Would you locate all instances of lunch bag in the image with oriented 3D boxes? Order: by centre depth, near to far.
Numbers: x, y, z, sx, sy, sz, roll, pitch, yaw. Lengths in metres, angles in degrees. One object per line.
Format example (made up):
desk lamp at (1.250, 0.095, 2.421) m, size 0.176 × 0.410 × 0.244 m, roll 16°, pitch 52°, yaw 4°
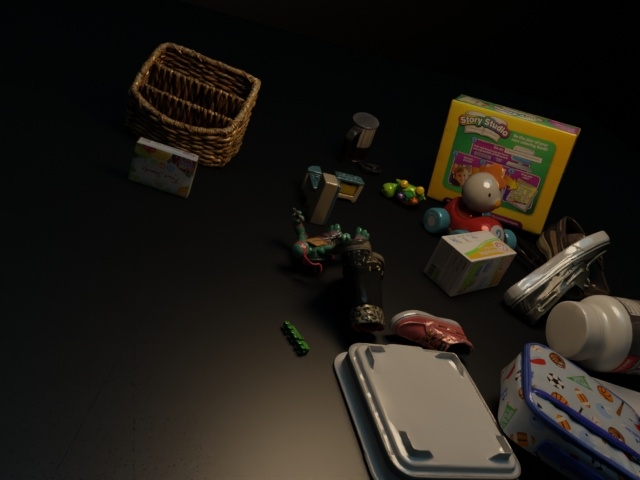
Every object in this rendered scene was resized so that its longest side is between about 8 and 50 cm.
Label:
lunch bag at (0.472, 0.341, 1.222) m, size 0.303 × 0.115 × 0.243 m, roll 33°, pitch 28°, yaw -1°

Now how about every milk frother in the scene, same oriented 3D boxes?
milk frother at (0.144, -0.295, 2.064) m, size 0.143 × 0.134 × 0.129 m, roll 23°, pitch 43°, yaw 5°

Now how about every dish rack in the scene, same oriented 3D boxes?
dish rack at (0.191, 0.299, 1.180) m, size 0.286 × 0.072 × 0.332 m, roll 9°, pitch 31°, yaw -22°

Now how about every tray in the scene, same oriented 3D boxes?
tray at (0.675, 0.375, 1.426) m, size 0.271 × 0.030 × 0.145 m, roll 19°, pitch 30°, yaw -7°

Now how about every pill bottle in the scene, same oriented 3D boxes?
pill bottle at (0.686, 0.219, 1.542) m, size 0.319 × 0.176 × 0.176 m, roll 9°, pitch 32°, yaw -23°

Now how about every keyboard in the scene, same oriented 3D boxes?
keyboard at (0.636, 0.064, 1.919) m, size 0.202 × 0.033 × 0.317 m, roll 10°, pitch 30°, yaw -34°

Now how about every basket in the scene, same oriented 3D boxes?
basket at (-0.341, -0.353, 1.743) m, size 0.299 × 0.223 × 0.213 m, roll 24°, pitch 29°, yaw 2°

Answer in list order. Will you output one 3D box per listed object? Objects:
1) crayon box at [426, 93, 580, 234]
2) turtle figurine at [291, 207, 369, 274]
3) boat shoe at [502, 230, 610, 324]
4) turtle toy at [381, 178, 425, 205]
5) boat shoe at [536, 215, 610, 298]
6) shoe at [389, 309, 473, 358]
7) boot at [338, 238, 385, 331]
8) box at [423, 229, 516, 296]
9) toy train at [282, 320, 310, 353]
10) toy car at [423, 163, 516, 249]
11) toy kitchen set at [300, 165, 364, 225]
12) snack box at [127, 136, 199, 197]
crayon box at (0.531, -0.227, 1.978) m, size 0.363 × 0.312 × 0.106 m, roll 22°, pitch 27°, yaw 20°
turtle figurine at (0.000, 0.000, 1.493) m, size 0.175 × 0.118 × 0.234 m, roll 30°, pitch 18°, yaw 29°
boat shoe at (0.613, 0.099, 1.682) m, size 0.335 × 0.121 × 0.119 m, roll -32°, pitch 73°, yaw -14°
turtle toy at (0.244, -0.140, 1.949) m, size 0.130 × 0.066 × 0.095 m, roll 22°, pitch 6°, yaw 5°
boat shoe at (0.703, 0.039, 1.842) m, size 0.133 × 0.130 × 0.355 m, roll 20°, pitch 26°, yaw -16°
shoe at (0.231, 0.197, 1.380) m, size 0.178 × 0.063 × 0.081 m, roll 12°, pitch 25°, yaw -26°
boot at (0.095, 0.110, 1.406) m, size 0.085 × 0.236 × 0.178 m, roll -11°, pitch 70°, yaw 11°
box at (0.374, 0.054, 1.668) m, size 0.203 × 0.114 × 0.103 m, roll -6°, pitch 40°, yaw -43°
toy train at (-0.046, 0.182, 1.262) m, size 0.024 × 0.017 × 0.083 m, roll 10°, pitch 30°, yaw -40°
toy car at (0.446, -0.093, 1.835) m, size 0.219 × 0.237 × 0.210 m, roll -2°, pitch 37°, yaw -36°
toy kitchen set at (0.052, -0.132, 1.746) m, size 0.166 × 0.122 × 0.207 m, roll 12°, pitch 31°, yaw -18°
snack box at (-0.361, -0.167, 1.541) m, size 0.141 × 0.100 × 0.037 m, roll 18°, pitch 29°, yaw -8°
